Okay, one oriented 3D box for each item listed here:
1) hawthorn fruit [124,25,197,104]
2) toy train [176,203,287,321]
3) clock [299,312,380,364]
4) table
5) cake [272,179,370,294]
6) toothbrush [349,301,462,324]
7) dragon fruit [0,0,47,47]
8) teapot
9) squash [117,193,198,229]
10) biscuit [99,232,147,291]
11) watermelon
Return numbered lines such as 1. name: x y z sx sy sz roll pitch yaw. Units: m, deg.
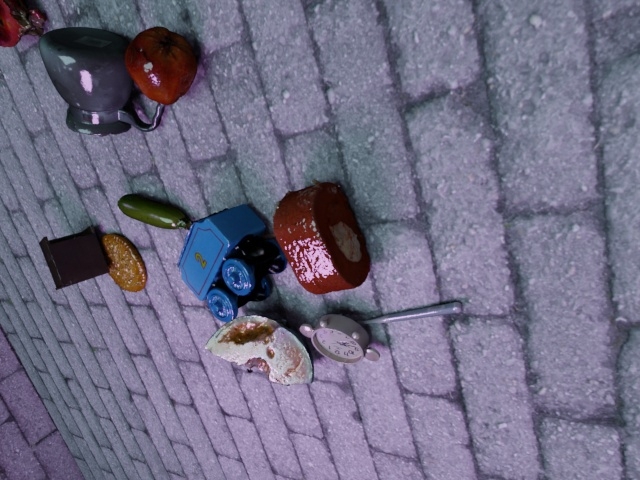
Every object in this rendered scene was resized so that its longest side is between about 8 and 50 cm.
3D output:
1. hawthorn fruit: -0.397 -0.438 1.054 0.173 0.174 0.179 55 173 -1
2. toy train: -0.261 0.067 1.199 0.265 0.188 0.300 45 131 12
3. clock: 0.055 0.265 1.141 0.230 0.063 0.155 15 134 15
4. table: -0.938 0.066 1.601 0.173 0.169 0.193 -12 98 50
5. cake: 0.000 0.000 0.998 0.151 0.177 0.282 -10 108 36
6. toothbrush: 0.192 0.191 1.065 0.343 0.025 0.030 -16 128 36
7. dragon fruit: -0.954 -0.712 1.306 0.212 0.134 0.262 34 143 0
8. teapot: -0.599 -0.425 1.199 0.223 0.306 0.285 -118 32 -41
9. squash: -0.534 -0.088 1.355 0.332 0.087 0.087 17 120 23
10. biscuit: -0.765 0.088 1.616 0.254 0.035 0.253 14 118 27
11. watermelon: -0.148 0.300 1.262 0.322 0.188 0.175 26 96 3
